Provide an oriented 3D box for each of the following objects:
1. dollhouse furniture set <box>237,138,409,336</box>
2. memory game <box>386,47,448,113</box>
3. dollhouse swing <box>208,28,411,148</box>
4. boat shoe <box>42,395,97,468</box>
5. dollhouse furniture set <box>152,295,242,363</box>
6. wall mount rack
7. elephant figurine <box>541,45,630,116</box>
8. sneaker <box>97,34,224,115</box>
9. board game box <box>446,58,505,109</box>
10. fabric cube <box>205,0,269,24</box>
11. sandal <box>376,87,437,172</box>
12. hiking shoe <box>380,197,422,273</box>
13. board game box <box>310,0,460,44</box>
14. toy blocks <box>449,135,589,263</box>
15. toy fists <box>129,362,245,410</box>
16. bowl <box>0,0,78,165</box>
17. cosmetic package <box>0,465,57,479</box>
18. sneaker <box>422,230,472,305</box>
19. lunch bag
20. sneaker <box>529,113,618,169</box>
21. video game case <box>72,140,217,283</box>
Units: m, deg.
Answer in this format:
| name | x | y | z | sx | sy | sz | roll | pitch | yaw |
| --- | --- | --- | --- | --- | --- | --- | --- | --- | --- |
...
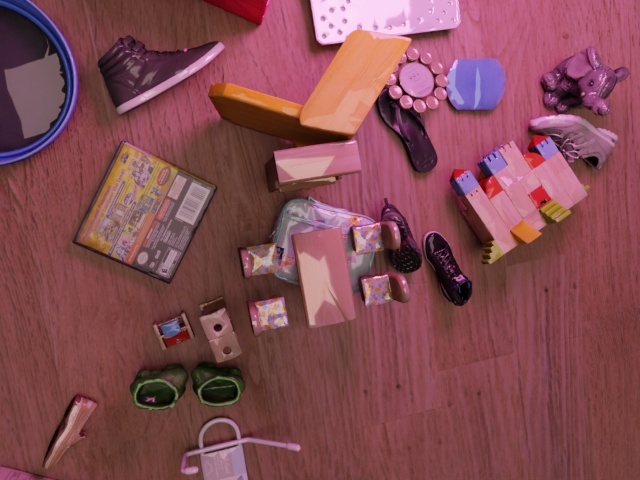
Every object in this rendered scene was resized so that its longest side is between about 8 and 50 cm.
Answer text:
| name | x | y | z | sx | sy | sz | roll | pitch | yaw |
| --- | --- | --- | --- | --- | --- | --- | --- | --- | --- |
| dollhouse furniture set | 0.000 | 0.000 | 1.147 | 0.363 | 0.256 | 0.393 | -10 | 93 | -11 |
| memory game | 0.252 | -0.421 | 1.355 | 0.187 | 0.012 | 0.186 | 3 | 78 | -14 |
| dollhouse swing | -0.032 | -0.357 | 1.165 | 0.305 | 0.347 | 0.315 | 31 | 90 | -4 |
| boat shoe | -0.620 | 0.485 | 1.283 | 0.072 | 0.068 | 0.189 | 28 | 91 | -26 |
| dollhouse furniture set | -0.307 | 0.243 | 1.285 | 0.184 | 0.129 | 0.128 | -21 | 102 | -10 |
| wall mount rack | -0.198 | 0.645 | 1.365 | 0.305 | 0.130 | 0.349 | -9 | 100 | -12 |
| elephant figurine | 0.726 | -0.425 | 1.372 | 0.170 | 0.239 | 0.185 | -14 | 100 | -10 |
| sneaker | -0.376 | -0.424 | 1.190 | 0.296 | 0.104 | 0.146 | -31 | 108 | -3 |
| board game box | 0.420 | -0.426 | 1.411 | 0.169 | 0.033 | 0.133 | -3 | 103 | -7 |
| fabric cube | -0.200 | -0.667 | 1.122 | 0.259 | 0.259 | 0.253 | 18 | 94 | -13 |
| sandal | 0.242 | -0.300 | 1.374 | 0.097 | 0.054 | 0.254 | -37 | 104 | -6 |
| hiking shoe | 0.219 | -0.010 | 1.389 | 0.086 | 0.114 | 0.226 | -12 | 131 | 16 |
| board game box | 0.144 | -0.712 | 1.299 | 0.391 | 0.050 | 0.389 | -12 | 100 | -11 |
| toy blocks | 0.526 | -0.149 | 1.414 | 0.382 | 0.191 | 0.260 | -34 | 92 | -6 |
| toy fists | -0.330 | 0.361 | 1.293 | 0.280 | 0.142 | 0.096 | 0 | 84 | -13 |
| bowl | -0.741 | -0.359 | 1.133 | 0.392 | 0.077 | 0.390 | -2 | 98 | -13 |
| cosmetic package | -0.673 | 0.679 | 1.251 | 0.297 | 0.153 | 0.129 | 24 | 91 | -13 |
| sneaker | 0.361 | 0.077 | 1.418 | 0.079 | 0.121 | 0.216 | -26 | 102 | -9 |
| lunch bag | 0.002 | 0.009 | 1.334 | 0.280 | 0.108 | 0.223 | 14 | 95 | -14 |
| sneaker | 0.715 | -0.280 | 1.459 | 0.282 | 0.105 | 0.115 | 14 | 94 | -15 |
| video game case | -0.426 | -0.066 | 1.266 | 0.249 | 0.035 | 0.274 | 26 | 92 | -15 |
